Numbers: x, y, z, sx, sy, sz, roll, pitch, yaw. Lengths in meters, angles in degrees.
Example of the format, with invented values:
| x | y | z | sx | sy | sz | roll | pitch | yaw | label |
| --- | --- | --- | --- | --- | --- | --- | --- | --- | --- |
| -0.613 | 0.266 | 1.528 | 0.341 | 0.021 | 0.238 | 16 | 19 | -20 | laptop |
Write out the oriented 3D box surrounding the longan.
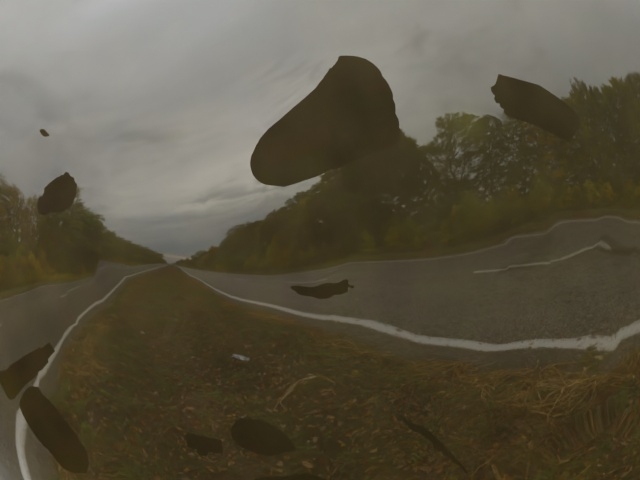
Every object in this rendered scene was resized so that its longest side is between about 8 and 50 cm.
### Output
| x | y | z | sx | sy | sz | roll | pitch | yaw | label |
| --- | --- | --- | --- | --- | --- | --- | --- | --- | --- |
| 0.000 | 0.000 | 0.514 | 0.350 | 0.289 | 0.288 | 1 | 5 | 16 | longan |
